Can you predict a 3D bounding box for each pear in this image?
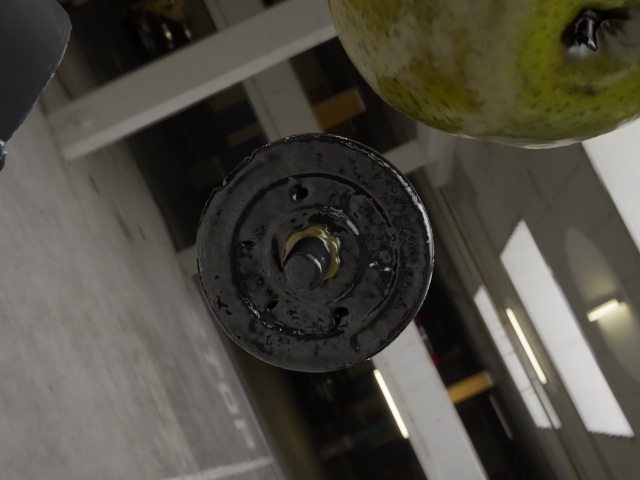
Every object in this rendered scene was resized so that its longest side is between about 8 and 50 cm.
[{"bbox_3d":[0.136,-0.191,0.583,0.294,0.294,0.294,-25,90,-90],"label":"pear"}]

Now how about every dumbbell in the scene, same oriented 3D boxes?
[{"bbox_3d":[0.000,0.000,0.641,0.325,0.143,0.143,-65,130,-84],"label":"dumbbell"}]

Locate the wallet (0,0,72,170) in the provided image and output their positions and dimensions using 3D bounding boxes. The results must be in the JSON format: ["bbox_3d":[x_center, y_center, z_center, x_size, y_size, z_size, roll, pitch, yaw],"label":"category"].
[{"bbox_3d":[-0.306,-0.166,0.608,0.062,0.228,0.406,18,-15,18],"label":"wallet"}]
